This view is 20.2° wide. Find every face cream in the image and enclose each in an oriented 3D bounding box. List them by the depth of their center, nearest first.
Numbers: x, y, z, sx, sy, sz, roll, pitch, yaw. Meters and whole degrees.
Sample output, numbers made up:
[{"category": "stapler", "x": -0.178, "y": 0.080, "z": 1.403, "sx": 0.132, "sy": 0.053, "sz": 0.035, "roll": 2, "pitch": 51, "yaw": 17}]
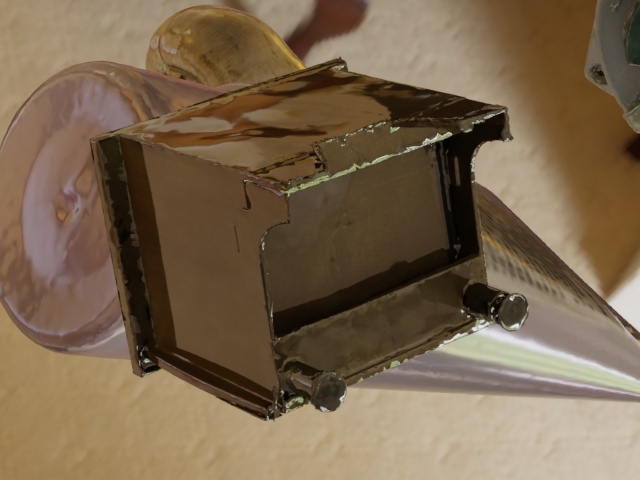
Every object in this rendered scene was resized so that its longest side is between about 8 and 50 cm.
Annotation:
[{"category": "face cream", "x": 0.017, "y": 0.003, "z": 0.635, "sx": 0.274, "sy": 0.096, "sz": 0.154, "roll": 10, "pitch": 26, "yaw": -45}]

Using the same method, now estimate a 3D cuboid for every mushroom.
[{"category": "mushroom", "x": -0.078, "y": -0.109, "z": 1.462, "sx": 0.127, "sy": 0.166, "sz": 0.166, "roll": -36, "pitch": 78, "yaw": -19}]

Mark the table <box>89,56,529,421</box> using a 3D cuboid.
[{"category": "table", "x": 0.000, "y": 0.000, "z": 0.474, "sx": 0.083, "sy": 0.082, "sz": 0.070, "roll": -20, "pitch": 113, "yaw": -30}]

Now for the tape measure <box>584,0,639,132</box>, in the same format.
[{"category": "tape measure", "x": 0.240, "y": -0.123, "z": 1.007, "sx": 0.181, "sy": 0.182, "sz": 0.107, "roll": 22, "pitch": 41, "yaw": 25}]
